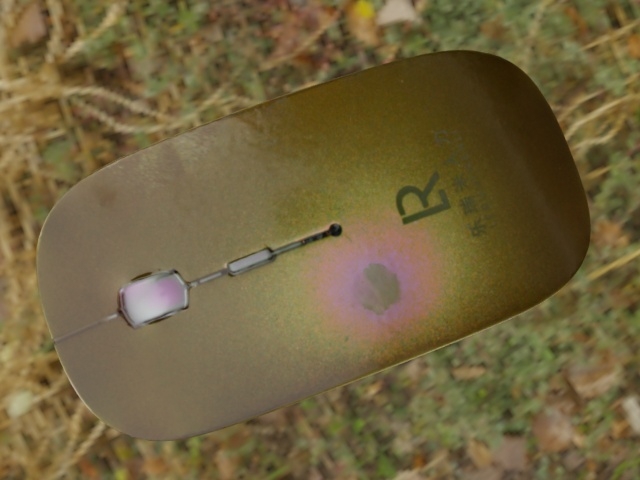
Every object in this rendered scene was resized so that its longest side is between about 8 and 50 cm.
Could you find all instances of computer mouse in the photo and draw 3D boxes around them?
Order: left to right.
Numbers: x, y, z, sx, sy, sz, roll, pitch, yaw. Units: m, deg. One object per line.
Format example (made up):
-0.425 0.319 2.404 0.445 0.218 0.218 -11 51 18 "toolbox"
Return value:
0.000 0.000 0.960 0.072 0.310 0.158 133 117 -79 "computer mouse"
